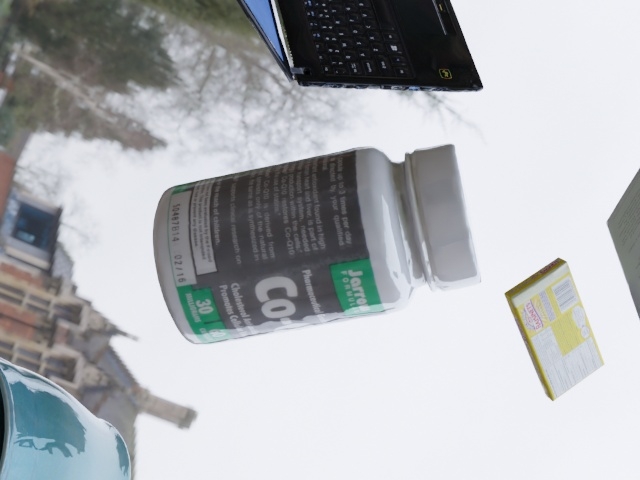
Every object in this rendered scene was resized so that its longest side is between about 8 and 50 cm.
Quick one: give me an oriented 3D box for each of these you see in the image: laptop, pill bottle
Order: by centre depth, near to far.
[{"bbox_3d":[0.007,-0.252,0.804,0.137,0.264,0.234,116,-32,-52],"label":"laptop"},{"bbox_3d":[0.000,0.000,1.190,0.361,0.204,0.204,-11,-137,10],"label":"pill bottle"}]

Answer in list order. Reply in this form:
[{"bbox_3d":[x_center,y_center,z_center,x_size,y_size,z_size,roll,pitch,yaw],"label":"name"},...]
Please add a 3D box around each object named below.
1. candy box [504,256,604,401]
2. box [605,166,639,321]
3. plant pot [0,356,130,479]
[{"bbox_3d":[0.354,0.135,1.485,0.105,0.206,0.027,-31,-153,-9],"label":"candy box"},{"bbox_3d":[0.526,0.007,1.293,0.345,0.168,0.215,-81,-167,-58],"label":"box"},{"bbox_3d":[-0.385,0.287,1.233,0.271,0.255,0.272,-14,-117,30],"label":"plant pot"}]
